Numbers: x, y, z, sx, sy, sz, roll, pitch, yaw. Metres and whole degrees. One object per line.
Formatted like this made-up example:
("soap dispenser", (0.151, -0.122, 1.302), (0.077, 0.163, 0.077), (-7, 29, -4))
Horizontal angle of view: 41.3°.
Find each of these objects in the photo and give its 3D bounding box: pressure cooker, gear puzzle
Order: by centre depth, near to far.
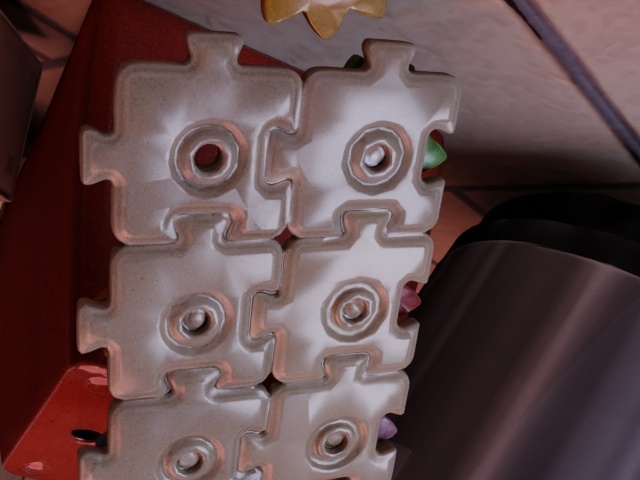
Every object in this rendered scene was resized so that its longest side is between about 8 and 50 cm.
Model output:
("gear puzzle", (-0.026, -0.016, 0.399), (0.176, 0.338, 0.044), (-3, -155, -22))
("pressure cooker", (0.207, 0.166, 0.641), (0.370, 0.420, 0.375), (26, 159, 27))

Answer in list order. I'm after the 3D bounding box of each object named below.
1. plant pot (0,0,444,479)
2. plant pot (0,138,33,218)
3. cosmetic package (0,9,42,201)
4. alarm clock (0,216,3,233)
("plant pot", (-0.087, 0.043, 0.596), (0.267, 0.235, 0.267), (19, 140, -23))
("plant pot", (-0.475, -0.023, 0.841), (0.280, 0.323, 0.323), (30, 165, -1))
("cosmetic package", (-0.364, -0.115, 0.549), (0.310, 0.113, 0.160), (7, 167, 1))
("alarm clock", (-0.237, 0.042, 0.772), (0.192, 0.064, 0.129), (27, 174, -1))
